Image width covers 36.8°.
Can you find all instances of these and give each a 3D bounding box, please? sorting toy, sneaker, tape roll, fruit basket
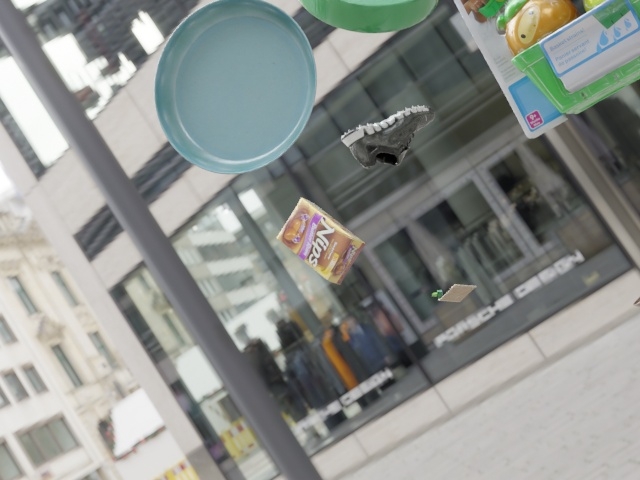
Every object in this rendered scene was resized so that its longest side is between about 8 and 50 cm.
[{"bbox_3d":[0.261,0.101,1.899,0.083,0.012,0.062,6,-37,-37],"label":"sorting toy"},{"bbox_3d":[0.159,-0.214,2.053,0.234,0.106,0.078,-23,-6,-29],"label":"sneaker"},{"bbox_3d":[0.101,-0.573,2.029,0.321,0.321,0.077,-31,-28,-23],"label":"tape roll"},{"bbox_3d":[0.362,-0.377,1.412,0.327,0.353,0.165,-29,-1,27],"label":"fruit basket"}]

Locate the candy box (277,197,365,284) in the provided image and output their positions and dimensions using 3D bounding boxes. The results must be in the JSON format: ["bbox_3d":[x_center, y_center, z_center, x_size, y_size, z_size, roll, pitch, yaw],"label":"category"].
[{"bbox_3d":[0.000,0.000,2.096,0.053,0.186,0.109,21,-76,-52],"label":"candy box"}]

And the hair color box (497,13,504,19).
[{"bbox_3d":[0.353,-0.562,1.568,0.113,0.185,0.374,16,-56,-22],"label":"hair color box"}]

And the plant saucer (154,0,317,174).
[{"bbox_3d":[-0.150,-0.276,1.728,0.317,0.318,0.043,-35,-11,15],"label":"plant saucer"}]

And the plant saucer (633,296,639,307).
[{"bbox_3d":[0.624,0.070,1.684,0.168,0.029,0.168,-38,-10,-8],"label":"plant saucer"}]
